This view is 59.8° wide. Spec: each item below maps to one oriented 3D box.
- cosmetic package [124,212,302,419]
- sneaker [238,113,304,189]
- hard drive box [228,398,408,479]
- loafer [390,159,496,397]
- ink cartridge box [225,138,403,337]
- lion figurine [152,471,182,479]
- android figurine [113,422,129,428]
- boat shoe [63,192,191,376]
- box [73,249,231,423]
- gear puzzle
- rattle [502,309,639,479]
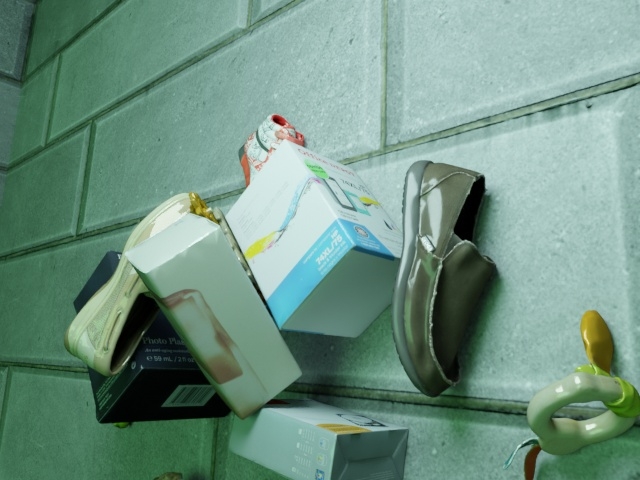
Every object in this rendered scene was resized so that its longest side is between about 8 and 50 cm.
[{"bbox_3d":[-0.169,0.120,0.894,0.129,0.296,0.153,-34,24,-20],"label":"cosmetic package"},{"bbox_3d":[-0.088,-0.150,1.180,0.145,0.090,0.270,-45,50,30],"label":"sneaker"},{"bbox_3d":[-0.006,0.327,0.910,0.232,0.181,0.089,1,79,43],"label":"hard drive box"},{"bbox_3d":[0.189,0.047,0.828,0.130,0.134,0.365,-4,77,30],"label":"loafer"},{"bbox_3d":[0.000,0.000,0.979,0.197,0.198,0.270,-50,51,23],"label":"ink cartridge box"},{"bbox_3d":[-0.414,0.658,1.244,0.392,0.142,0.240,-25,63,38],"label":"lion figurine"},{"bbox_3d":[-0.506,0.346,1.478,0.248,0.056,0.272,31,103,44],"label":"android figurine"},{"bbox_3d":[-0.294,0.074,0.975,0.110,0.121,0.341,26,76,23],"label":"boat shoe"},{"bbox_3d":[-0.316,0.199,1.160,0.182,0.296,0.294,-49,51,23],"label":"box"},{"bbox_3d":[-0.155,0.036,1.032,0.044,0.339,0.175,-31,49,0],"label":"gear puzzle"},{"bbox_3d":[0.303,0.206,0.726,0.199,0.130,0.142,109,154,-42],"label":"rattle"}]
